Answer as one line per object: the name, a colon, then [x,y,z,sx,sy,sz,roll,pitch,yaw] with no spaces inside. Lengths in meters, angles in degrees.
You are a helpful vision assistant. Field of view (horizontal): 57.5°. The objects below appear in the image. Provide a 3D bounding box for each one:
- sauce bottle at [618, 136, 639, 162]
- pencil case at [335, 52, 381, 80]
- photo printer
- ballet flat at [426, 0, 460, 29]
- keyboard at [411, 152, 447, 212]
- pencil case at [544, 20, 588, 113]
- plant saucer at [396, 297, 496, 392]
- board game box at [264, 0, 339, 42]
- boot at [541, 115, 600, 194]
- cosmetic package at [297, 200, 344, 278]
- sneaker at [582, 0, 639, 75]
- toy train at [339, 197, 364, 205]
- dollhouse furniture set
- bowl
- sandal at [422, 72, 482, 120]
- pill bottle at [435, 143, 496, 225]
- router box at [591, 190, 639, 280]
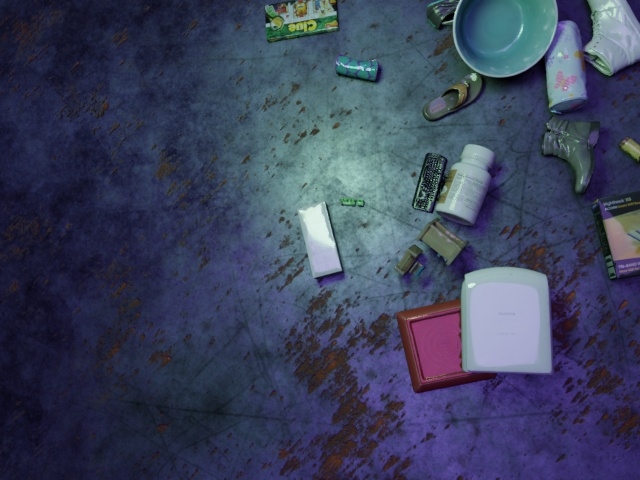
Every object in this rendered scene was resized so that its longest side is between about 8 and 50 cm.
sauce bottle: [0.967,-0.261,1.768,0.042,0.042,0.128,-44,75,2]
pencil case: [0.126,-0.586,1.975,0.151,0.064,0.070,14,100,13]
photo printer: [0.540,0.231,1.700,0.256,0.107,0.307,0,81,12]
ballet flat: [0.492,-0.778,1.924,0.280,0.095,0.096,-20,88,18]
keyboard: [0.364,-0.188,1.882,0.100,0.038,0.192,14,85,13]
pencil case: [0.753,-0.539,1.815,0.124,0.113,0.273,-14,77,41]
plant saucer: [0.384,0.320,1.796,0.259,0.048,0.258,-14,79,10]
board game box: [-0.067,-0.787,2.064,0.259,0.030,0.136,-7,83,10]
boot: [0.759,-0.262,1.801,0.161,0.083,0.246,9,78,19]
cosmetic package: [0.000,0.000,1.914,0.099,0.060,0.239,-14,79,7]
sneaker: [0.873,-0.656,1.814,0.169,0.108,0.292,-30,78,3]
toy train: [0.104,-0.127,1.935,0.083,0.017,0.024,4,93,12]
dollhouse furniture set: [0.347,0.045,1.822,0.129,0.129,0.184,40,115,14]
bowl: [0.557,-0.675,1.819,0.311,0.163,0.311,1,110,3]
sandal: [0.430,-0.469,1.898,0.219,0.060,0.090,-28,77,6]
pill bottle: [0.455,-0.173,1.812,0.131,0.131,0.229,22,86,14]
router box: [0.987,-0.030,1.709,0.309,0.081,0.243,-12,79,9]
